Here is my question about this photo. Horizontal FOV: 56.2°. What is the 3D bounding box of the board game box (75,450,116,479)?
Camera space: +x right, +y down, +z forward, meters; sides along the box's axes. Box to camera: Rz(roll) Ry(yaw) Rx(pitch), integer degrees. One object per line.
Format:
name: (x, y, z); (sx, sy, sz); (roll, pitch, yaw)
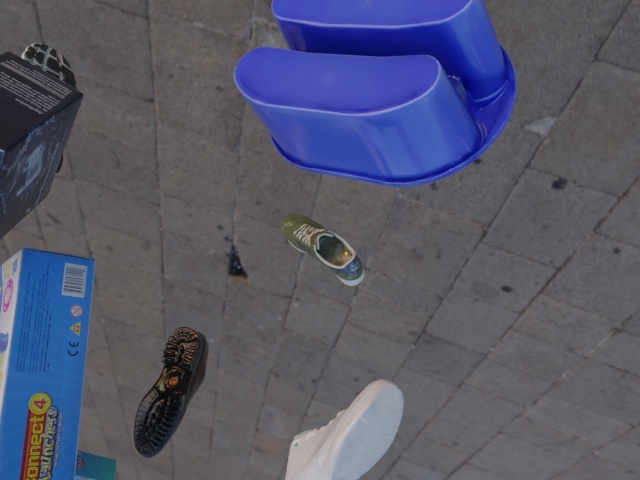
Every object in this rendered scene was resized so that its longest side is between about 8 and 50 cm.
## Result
board game box: (-0.467, 0.383, 0.966); (0.160, 0.047, 0.210); (-35, 134, 20)

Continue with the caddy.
caddy: (0.065, -0.198, 0.747); (0.342, 0.241, 0.179); (15, 161, 32)

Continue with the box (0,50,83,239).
box: (-0.340, -0.086, 0.616); (0.093, 0.158, 0.156); (29, 122, -10)

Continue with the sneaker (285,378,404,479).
sneaker: (0.009, 0.235, 0.676); (0.080, 0.212, 0.094); (29, -175, -38)

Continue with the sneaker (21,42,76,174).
sneaker: (-0.506, -0.216, 1.029); (0.118, 0.278, 0.107); (-15, 151, 30)

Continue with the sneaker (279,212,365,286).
sneaker: (0.000, 0.000, 1.058); (0.192, 0.064, 0.086); (38, 166, 22)

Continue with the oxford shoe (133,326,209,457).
oxford shoe: (-0.250, 0.271, 1.052); (0.083, 0.227, 0.096); (20, 169, 21)

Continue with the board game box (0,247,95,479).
board game box: (-0.395, 0.195, 0.749); (0.086, 0.308, 0.302); (15, 155, -40)
